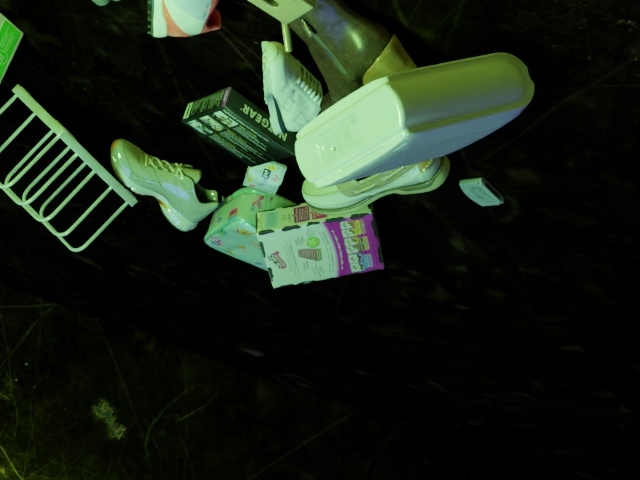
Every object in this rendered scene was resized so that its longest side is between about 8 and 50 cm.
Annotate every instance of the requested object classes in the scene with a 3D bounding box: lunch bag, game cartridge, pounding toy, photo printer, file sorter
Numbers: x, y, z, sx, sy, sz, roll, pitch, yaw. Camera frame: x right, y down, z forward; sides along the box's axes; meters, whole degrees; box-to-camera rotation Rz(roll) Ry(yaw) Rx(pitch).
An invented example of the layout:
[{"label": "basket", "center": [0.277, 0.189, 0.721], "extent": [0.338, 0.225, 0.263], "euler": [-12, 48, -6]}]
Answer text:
[{"label": "lunch bag", "center": [-0.102, -0.010, 2.436], "extent": [0.279, 0.108, 0.224], "euler": [26, 157, -20]}, {"label": "game cartridge", "center": [0.294, -0.090, 2.088], "extent": [0.056, 0.017, 0.083], "euler": [-8, 147, 39]}, {"label": "pounding toy", "center": [-0.055, -0.359, 1.561], "extent": [0.141, 0.130, 0.100], "euler": [29, 155, -27]}, {"label": "lunch bag", "center": [-0.109, -0.132, 2.231], "extent": [0.071, 0.053, 0.083], "euler": [20, 148, -10]}, {"label": "photo printer", "center": [0.149, -0.182, 1.686], "extent": [0.307, 0.107, 0.256], "euler": [-17, 174, -37]}, {"label": "file sorter", "center": [-0.542, -0.135, 2.279], "extent": [0.193, 0.173, 0.278], "euler": [40, 173, 36]}]

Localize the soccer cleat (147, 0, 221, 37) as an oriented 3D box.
[{"label": "soccer cleat", "center": [-0.188, -0.397, 1.634], "extent": [0.116, 0.109, 0.318], "euler": [-1, 158, -11]}]

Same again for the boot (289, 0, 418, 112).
[{"label": "boot", "center": [0.019, -0.291, 1.765], "extent": [0.207, 0.090, 0.248], "euler": [38, 152, -18]}]

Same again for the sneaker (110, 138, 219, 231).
[{"label": "sneaker", "center": [-0.315, -0.135, 2.348], "extent": [0.121, 0.099, 0.262], "euler": [-30, 127, 27]}]

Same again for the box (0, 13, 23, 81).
[{"label": "box", "center": [-0.709, -0.371, 2.006], "extent": [0.261, 0.127, 0.231], "euler": [0, 151, 37]}]

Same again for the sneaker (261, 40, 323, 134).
[{"label": "sneaker", "center": [-0.045, -0.257, 1.876], "extent": [0.094, 0.090, 0.235], "euler": [0, 159, 7]}]

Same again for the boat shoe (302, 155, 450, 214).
[{"label": "boat shoe", "center": [0.080, -0.129, 2.041], "extent": [0.302, 0.113, 0.103], "euler": [-15, 142, 35]}]

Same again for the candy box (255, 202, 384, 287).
[{"label": "candy box", "center": [0.000, 0.000, 2.271], "extent": [0.233, 0.071, 0.159], "euler": [-10, 132, 5]}]

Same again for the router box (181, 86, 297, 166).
[{"label": "router box", "center": [-0.145, -0.205, 2.093], "extent": [0.179, 0.046, 0.133], "euler": [33, 152, -34]}]

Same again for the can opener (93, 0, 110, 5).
[{"label": "can opener", "center": [-0.407, -0.437, 1.698], "extent": [0.074, 0.093, 0.280], "euler": [-3, 155, 39]}]
